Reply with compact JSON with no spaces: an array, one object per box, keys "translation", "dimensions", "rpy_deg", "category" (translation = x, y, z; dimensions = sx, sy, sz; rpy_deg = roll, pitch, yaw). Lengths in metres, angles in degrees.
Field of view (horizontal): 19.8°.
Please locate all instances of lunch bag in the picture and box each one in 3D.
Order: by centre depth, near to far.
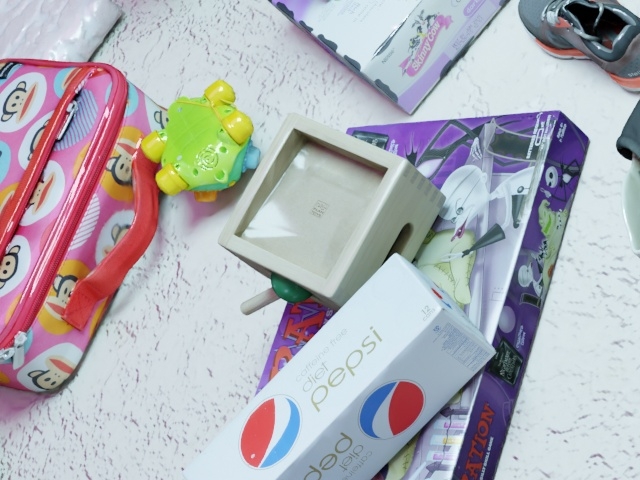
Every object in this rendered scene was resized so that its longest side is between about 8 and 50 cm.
[{"translation":[-0.249,-0.014,1.611],"dimensions":[0.258,0.120,0.293],"rpy_deg":[8,70,41],"category":"lunch bag"}]

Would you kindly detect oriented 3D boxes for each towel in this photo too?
[{"translation":[-0.376,-0.148,1.868],"dimensions":[0.331,0.053,0.317],"rpy_deg":[-55,41,-2],"category":"towel"}]

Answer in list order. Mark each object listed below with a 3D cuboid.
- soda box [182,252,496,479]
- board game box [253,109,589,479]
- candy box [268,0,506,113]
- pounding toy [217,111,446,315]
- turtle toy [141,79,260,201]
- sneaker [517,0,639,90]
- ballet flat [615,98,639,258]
[{"translation":[0.011,0.117,1.236],"dimensions":[0.216,0.069,0.074],"rpy_deg":[-46,41,7],"category":"soda box"},{"translation":[0.056,0.070,1.314],"dimensions":[0.208,0.056,0.346],"rpy_deg":[-5,59,46],"category":"board game box"},{"translation":[0.059,-0.218,1.498],"dimensions":[0.165,0.070,0.196],"rpy_deg":[-49,40,3],"category":"candy box"},{"translation":[0.000,0.000,1.324],"dimensions":[0.130,0.100,0.141],"rpy_deg":[25,83,34],"category":"pounding toy"},{"translation":[-0.097,-0.084,1.548],"dimensions":[0.095,0.066,0.130],"rpy_deg":[-38,41,8],"category":"turtle toy"},{"translation":[0.192,-0.165,1.339],"dimensions":[0.061,0.065,0.158],"rpy_deg":[-53,41,-1],"category":"sneaker"},{"translation":[0.248,0.001,1.159],"dimensions":[0.096,0.095,0.280],"rpy_deg":[-43,30,26],"category":"ballet flat"}]
